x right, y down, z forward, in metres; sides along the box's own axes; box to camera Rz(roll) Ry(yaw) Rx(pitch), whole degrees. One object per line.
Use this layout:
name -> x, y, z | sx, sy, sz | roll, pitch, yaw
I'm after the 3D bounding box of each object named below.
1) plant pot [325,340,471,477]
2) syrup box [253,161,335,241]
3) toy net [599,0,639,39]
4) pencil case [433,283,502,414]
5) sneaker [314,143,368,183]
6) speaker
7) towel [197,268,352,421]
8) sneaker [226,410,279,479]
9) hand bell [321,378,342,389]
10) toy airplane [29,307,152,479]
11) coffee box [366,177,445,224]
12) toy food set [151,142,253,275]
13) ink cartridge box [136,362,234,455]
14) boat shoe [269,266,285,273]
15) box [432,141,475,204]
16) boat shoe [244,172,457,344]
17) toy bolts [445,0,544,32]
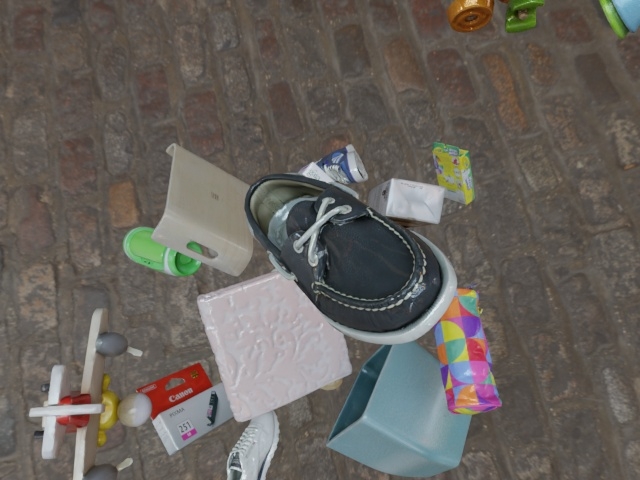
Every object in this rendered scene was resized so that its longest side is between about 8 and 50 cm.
plant pot -> 0.204, 0.413, 1.109 | 0.252, 0.247, 0.248 | 31, 50, 3
syrup box -> -0.069, -0.080, 1.202 | 0.093, 0.096, 0.237 | 41, 77, -13
toy net -> 0.381, -0.328, 0.590 | 0.232, 0.045, 0.122 | -37, 96, -46
pencil case -> 0.272, 0.202, 0.883 | 0.104, 0.104, 0.237 | -1, 63, 2
sneaker -> 0.056, -0.267, 1.909 | 0.236, 0.323, 0.130 | -28, 115, 13
speaker -> -0.512, 0.033, 1.514 | 0.296, 0.131, 0.131 | 12, 75, 38
towel -> -0.101, 0.235, 1.135 | 0.316, 0.053, 0.332 | -19, 106, -18
sneaker -> -0.176, 0.528, 1.186 | 0.090, 0.095, 0.235 | -22, 41, 37
hand bell -> 0.040, 0.379, 1.604 | 0.126, 0.126, 0.242 | 16, 119, 6
toy airplane -> -0.556, 0.417, 1.166 | 0.272, 0.384, 0.386 | 8, 113, -26
coffee box -> 0.217, -0.094, 1.264 | 0.141, 0.246, 0.098 | 10, 88, -6
toy food set -> -0.275, -0.077, 1.101 | 0.092, 0.219, 0.306 | -41, 39, 27
ink cartridge box -> -0.436, 0.540, 1.572 | 0.060, 0.275, 0.239 | -45, 72, 30
boat shoe -> -0.138, 0.179, 1.259 | 0.095, 0.254, 0.079 | 25, 35, -21
box -> 0.378, -0.198, 1.340 | 0.043, 0.179, 0.105 | -35, 36, -19
boat shoe -> 0.000, 0.000, 0.447 | 0.091, 0.302, 0.114 | 44, 79, -28
toy bolts -> 0.374, -0.566, 0.978 | 0.218, 0.228, 0.159 | -4, 78, 5
